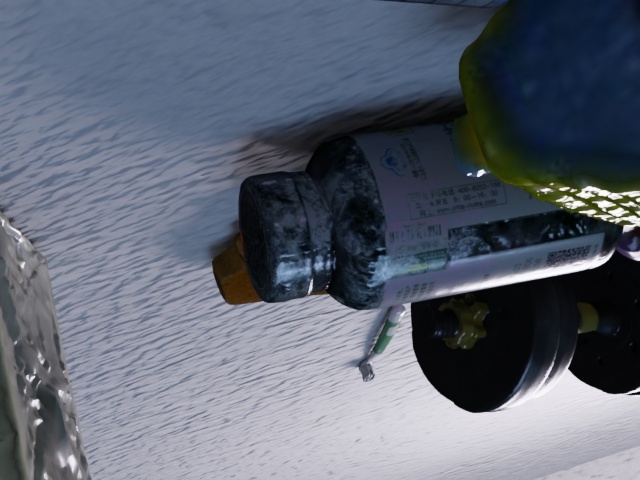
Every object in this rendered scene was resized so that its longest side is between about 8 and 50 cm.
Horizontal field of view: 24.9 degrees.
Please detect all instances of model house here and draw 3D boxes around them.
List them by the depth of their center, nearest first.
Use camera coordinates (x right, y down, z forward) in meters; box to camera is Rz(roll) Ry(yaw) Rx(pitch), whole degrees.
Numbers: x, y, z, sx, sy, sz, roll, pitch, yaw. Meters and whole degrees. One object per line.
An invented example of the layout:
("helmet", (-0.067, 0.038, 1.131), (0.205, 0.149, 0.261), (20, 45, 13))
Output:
("model house", (0.251, -0.107, 0.971), (0.303, 0.215, 0.237), (-20, 161, 28))

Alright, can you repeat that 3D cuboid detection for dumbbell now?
("dumbbell", (0.253, 0.082, 1.520), (0.388, 0.185, 0.185), (1, 155, -39))

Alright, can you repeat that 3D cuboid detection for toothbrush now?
("toothbrush", (0.073, 0.126, 1.751), (0.018, 0.024, 0.257), (-11, 159, -12))

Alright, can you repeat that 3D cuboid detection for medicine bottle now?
("medicine bottle", (0.085, -0.023, 1.160), (0.293, 0.141, 0.141), (-11, 160, -15))

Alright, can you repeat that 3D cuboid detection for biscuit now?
("biscuit", (-0.001, -0.002, 1.317), (0.182, 0.034, 0.215), (-6, 157, -27))

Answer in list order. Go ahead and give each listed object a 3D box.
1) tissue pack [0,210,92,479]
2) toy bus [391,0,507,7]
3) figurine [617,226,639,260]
("tissue pack", (-0.380, 0.162, 1.098), (0.380, 0.297, 0.207), (-14, 159, 2))
("toy bus", (0.059, -0.170, 0.873), (0.153, 0.051, 0.061), (-3, 163, -33))
("figurine", (0.321, 0.013, 1.229), (0.154, 0.421, 0.193), (-7, 121, -1))
